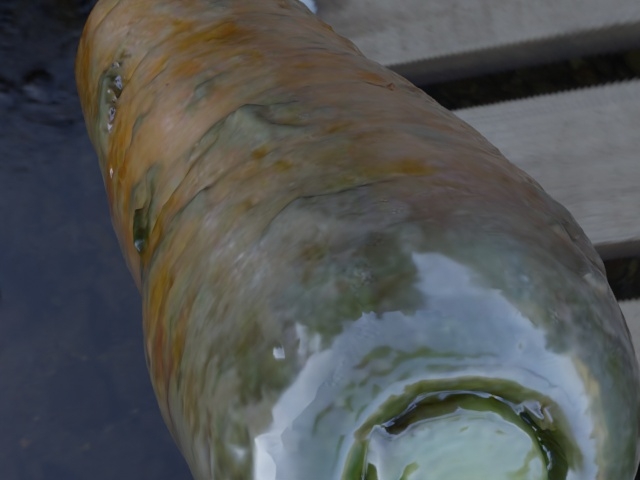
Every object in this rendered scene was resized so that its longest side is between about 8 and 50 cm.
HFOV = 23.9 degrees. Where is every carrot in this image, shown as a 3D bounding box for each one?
[{"bbox_3d":[0.000,0.000,0.484,0.139,0.302,0.138,-8,123,-12],"label":"carrot"}]
